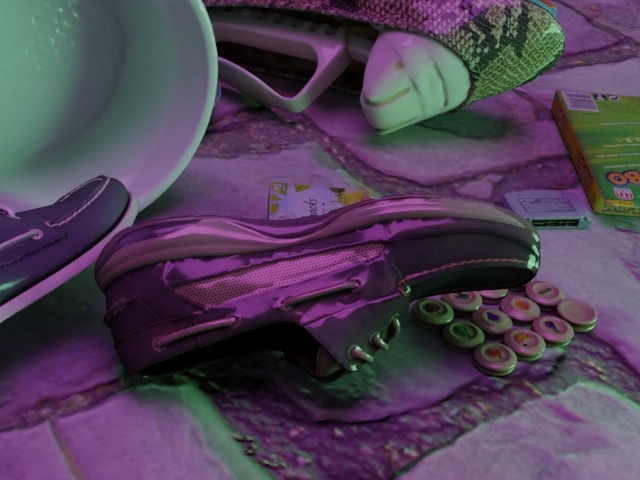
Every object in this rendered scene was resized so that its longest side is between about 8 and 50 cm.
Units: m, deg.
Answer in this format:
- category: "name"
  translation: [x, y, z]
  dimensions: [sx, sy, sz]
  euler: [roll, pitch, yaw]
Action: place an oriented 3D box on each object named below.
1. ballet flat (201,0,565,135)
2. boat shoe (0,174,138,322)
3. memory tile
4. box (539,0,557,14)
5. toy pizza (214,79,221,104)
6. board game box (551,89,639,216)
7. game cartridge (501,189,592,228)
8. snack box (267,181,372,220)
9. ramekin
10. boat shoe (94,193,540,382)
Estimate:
- category: "ballet flat"
  translation: [0.022, -0.210, 1.314]
  dimensions: [0.482, 0.164, 0.182]
  euler: [14, 55, 19]
- category: "boat shoe"
  translation: [-0.259, 0.009, 0.903]
  dimensions: [0.116, 0.099, 0.319]
  euler: [-19, 17, 38]
- category: "memory tile"
  translation: [0.163, 0.066, 1.023]
  dimensions: [0.148, 0.012, 0.113]
  euler: [-20, 43, -36]
- category: "box"
  translation: [0.234, -0.255, 1.463]
  dimensions: [0.136, 0.081, 0.028]
  euler: [-16, 40, -31]
- category: "toy pizza"
  translation: [-0.209, -0.156, 1.259]
  dimensions: [0.201, 0.032, 0.201]
  euler: [1, 32, -1]
- category: "board game box"
  translation: [0.342, -0.094, 1.282]
  dimensions: [0.124, 0.039, 0.259]
  euler: [4, 31, -4]
- category: "game cartridge"
  translation: [0.229, -0.032, 1.183]
  dimensions: [0.083, 0.017, 0.056]
  euler: [-1, 38, -13]
- category: "snack box"
  translation: [0.000, 0.000, 1.065]
  dimensions: [0.100, 0.037, 0.141]
  euler: [3, 33, -4]
- category: "ramekin"
  translation: [-0.244, -0.152, 1.041]
  dimensions: [0.277, 0.277, 0.135]
  euler: [-17, 33, -33]
- category: "boat shoe"
  translation: [0.003, 0.050, 0.923]
  dimensions: [0.355, 0.132, 0.130]
  euler: [-6, 72, -5]
